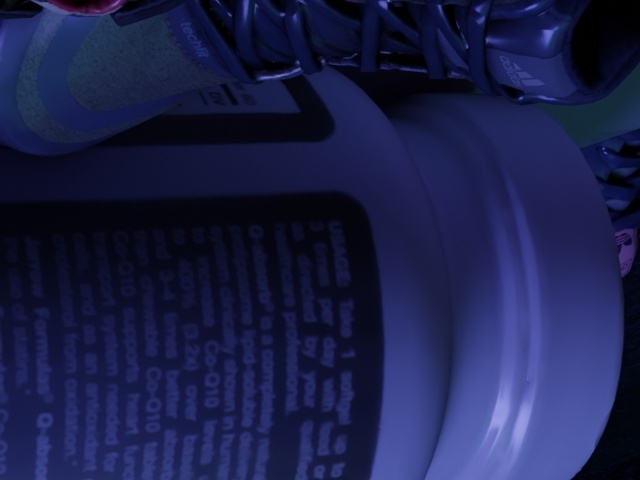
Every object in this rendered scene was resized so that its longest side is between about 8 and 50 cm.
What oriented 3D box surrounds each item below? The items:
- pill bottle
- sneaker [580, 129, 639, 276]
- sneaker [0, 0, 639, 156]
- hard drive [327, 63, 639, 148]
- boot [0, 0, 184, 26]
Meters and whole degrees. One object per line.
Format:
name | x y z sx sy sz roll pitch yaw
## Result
pill bottle | -0.082 0.033 0.675 0.363 0.210 0.210 -3 163 -27
sneaker | 0.163 -0.048 0.991 0.112 0.131 0.319 -7 165 -15
sneaker | 0.026 -0.089 0.518 0.300 0.121 0.111 -24 149 16
hard drive | 0.068 -0.127 0.682 0.233 0.047 0.353 -19 154 26
boot | -0.078 -0.126 0.429 0.085 0.178 0.236 -8 165 -12
